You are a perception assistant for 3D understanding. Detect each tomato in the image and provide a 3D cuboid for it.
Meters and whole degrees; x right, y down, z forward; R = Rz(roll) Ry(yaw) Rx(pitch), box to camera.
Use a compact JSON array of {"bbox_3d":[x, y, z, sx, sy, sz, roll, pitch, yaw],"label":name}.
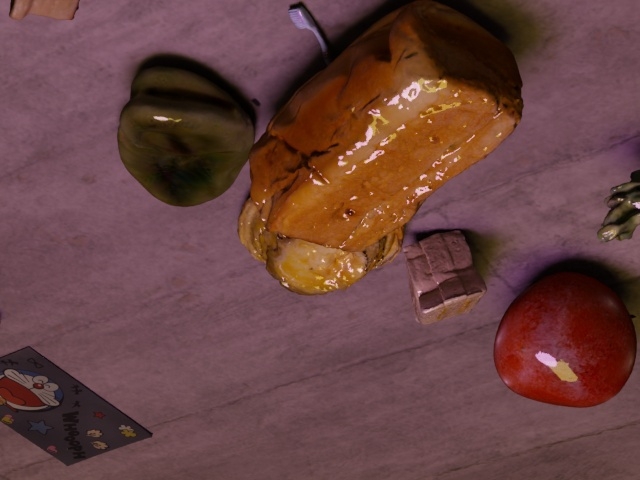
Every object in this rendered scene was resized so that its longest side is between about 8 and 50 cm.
[{"bbox_3d":[0.279,0.118,2.033,0.167,0.167,0.167,4,142,3],"label":"tomato"}]

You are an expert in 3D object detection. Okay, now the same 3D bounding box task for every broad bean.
[{"bbox_3d":[-0.146,-0.109,1.890,0.153,0.072,0.206,2,154,9],"label":"broad bean"}]

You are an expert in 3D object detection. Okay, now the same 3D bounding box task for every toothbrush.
[{"bbox_3d":[0.016,-0.173,1.817,0.019,0.013,0.193,-8,140,27],"label":"toothbrush"}]

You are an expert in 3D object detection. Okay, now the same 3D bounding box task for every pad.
[{"bbox_3d":[-0.365,0.227,2.392,0.170,0.006,0.245,-22,133,31],"label":"pad"}]

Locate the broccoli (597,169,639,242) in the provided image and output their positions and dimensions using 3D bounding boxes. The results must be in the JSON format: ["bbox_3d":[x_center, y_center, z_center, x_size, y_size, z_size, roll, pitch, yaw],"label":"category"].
[{"bbox_3d":[0.375,-0.025,1.775,0.198,0.275,0.177,19,107,21],"label":"broccoli"}]

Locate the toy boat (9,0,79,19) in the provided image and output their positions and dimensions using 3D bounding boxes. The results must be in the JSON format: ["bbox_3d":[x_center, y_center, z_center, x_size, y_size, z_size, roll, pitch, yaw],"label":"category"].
[{"bbox_3d":[-0.234,-0.291,1.622,0.061,0.116,0.188,12,145,-14],"label":"toy boat"}]

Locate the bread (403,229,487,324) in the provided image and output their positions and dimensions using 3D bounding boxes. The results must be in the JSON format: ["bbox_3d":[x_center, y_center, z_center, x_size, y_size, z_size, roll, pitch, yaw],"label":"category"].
[{"bbox_3d":[0.148,0.073,2.029,0.077,0.105,0.152,-18,140,-1],"label":"bread"}]

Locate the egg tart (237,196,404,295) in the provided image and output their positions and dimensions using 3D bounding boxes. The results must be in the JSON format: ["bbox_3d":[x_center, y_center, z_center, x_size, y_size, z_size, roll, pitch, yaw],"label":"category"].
[{"bbox_3d":[0.000,0.000,1.996,0.191,0.074,0.191,3,140,2],"label":"egg tart"}]

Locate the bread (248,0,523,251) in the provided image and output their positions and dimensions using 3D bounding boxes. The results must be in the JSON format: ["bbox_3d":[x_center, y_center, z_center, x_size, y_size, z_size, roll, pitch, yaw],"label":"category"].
[{"bbox_3d":[0.059,-0.112,1.776,0.167,0.132,0.294,24,132,-28],"label":"bread"}]
